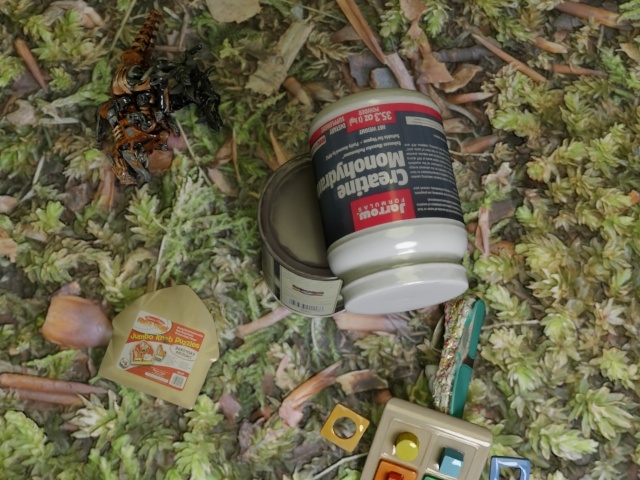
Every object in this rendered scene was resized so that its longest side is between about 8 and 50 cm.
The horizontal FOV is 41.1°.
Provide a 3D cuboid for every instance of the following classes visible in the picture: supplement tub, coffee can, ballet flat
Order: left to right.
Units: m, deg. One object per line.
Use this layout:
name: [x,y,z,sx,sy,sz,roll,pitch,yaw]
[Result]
coffee can: [0.000,0.000,1.389,0.201,0.275,0.202,1,73,-3]
supplement tub: [0.093,-0.051,1.164,0.191,0.191,0.272,-8,73,-5]
ballet flat: [0.221,0.201,1.449,0.077,0.091,0.241,4,65,31]

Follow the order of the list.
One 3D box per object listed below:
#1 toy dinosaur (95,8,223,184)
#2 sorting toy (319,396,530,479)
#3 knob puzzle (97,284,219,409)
toy dinosaur: [-0.306,-0.265,1.533,0.218,0.164,0.322,-4,94,13]
sorting toy: [0.161,0.370,1.365,0.347,0.047,0.196,18,99,3]
knob puzzle: [-0.262,0.168,1.453,0.213,0.030,0.213,0,73,-2]
